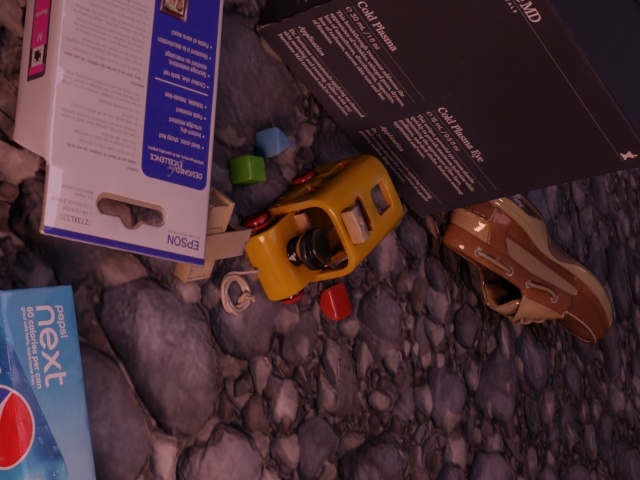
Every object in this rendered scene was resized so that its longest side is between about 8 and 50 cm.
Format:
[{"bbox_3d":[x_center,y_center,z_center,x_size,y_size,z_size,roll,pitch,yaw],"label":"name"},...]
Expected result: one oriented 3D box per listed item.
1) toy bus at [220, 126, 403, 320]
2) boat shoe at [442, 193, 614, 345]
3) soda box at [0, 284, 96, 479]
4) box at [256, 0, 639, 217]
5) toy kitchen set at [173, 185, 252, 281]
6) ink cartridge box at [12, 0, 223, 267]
[{"bbox_3d":[0.004,-0.010,1.231,0.191,0.104,0.202,23,63,-46],"label":"toy bus"},{"bbox_3d":[0.259,0.046,1.548,0.324,0.122,0.120,43,80,-33],"label":"boat shoe"},{"bbox_3d":[-0.227,0.143,0.928,0.071,0.067,0.210,-2,82,-52],"label":"soda box"},{"bbox_3d":[0.167,-0.219,1.325,0.343,0.312,0.179,47,47,-35],"label":"box"},{"bbox_3d":[-0.115,-0.017,1.143,0.068,0.075,0.083,-8,127,-49],"label":"toy kitchen set"},{"bbox_3d":[-0.169,-0.169,1.046,0.176,0.069,0.371,14,73,-46],"label":"ink cartridge box"}]
